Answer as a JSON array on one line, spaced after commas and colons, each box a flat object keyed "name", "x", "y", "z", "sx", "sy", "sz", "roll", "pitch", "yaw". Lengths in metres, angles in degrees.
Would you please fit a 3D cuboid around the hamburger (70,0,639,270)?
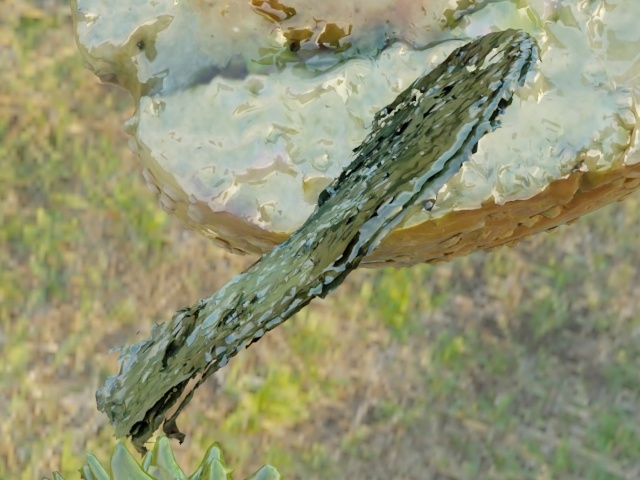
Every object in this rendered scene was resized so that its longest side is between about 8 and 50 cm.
[{"name": "hamburger", "x": 0.077, "y": -0.120, "z": 1.212, "sx": 0.445, "sy": 0.287, "sz": 0.268, "roll": -21, "pitch": 82, "yaw": -8}]

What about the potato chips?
[{"name": "potato chips", "x": -0.003, "y": -0.003, "z": 0.722, "sx": 0.220, "sy": 0.202, "sz": 0.029, "roll": -46, "pitch": 101, "yaw": -6}]

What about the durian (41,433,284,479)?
[{"name": "durian", "x": -0.035, "y": 0.198, "z": 0.509, "sx": 0.291, "sy": 0.291, "sz": 0.224, "roll": 3, "pitch": 27, "yaw": -10}]
